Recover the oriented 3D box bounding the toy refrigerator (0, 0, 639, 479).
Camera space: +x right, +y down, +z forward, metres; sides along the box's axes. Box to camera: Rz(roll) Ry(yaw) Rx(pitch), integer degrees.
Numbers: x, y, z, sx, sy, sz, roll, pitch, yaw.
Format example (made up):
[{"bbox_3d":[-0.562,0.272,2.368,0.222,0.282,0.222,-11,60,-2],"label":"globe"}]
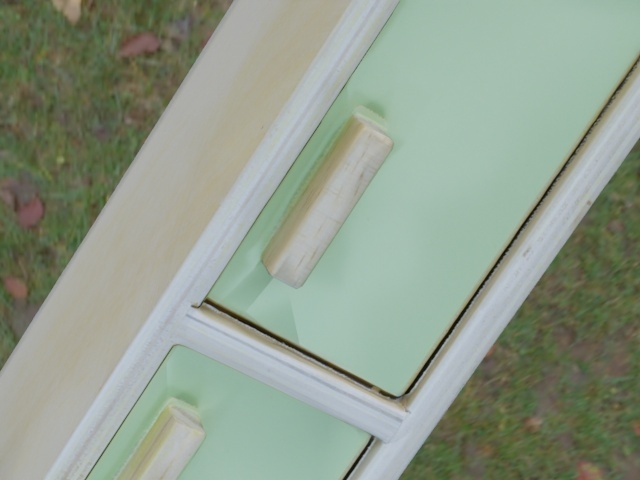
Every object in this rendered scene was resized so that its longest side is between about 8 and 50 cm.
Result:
[{"bbox_3d":[0.000,0.000,0.435,0.102,0.094,0.269,29,102,-26],"label":"toy refrigerator"}]
